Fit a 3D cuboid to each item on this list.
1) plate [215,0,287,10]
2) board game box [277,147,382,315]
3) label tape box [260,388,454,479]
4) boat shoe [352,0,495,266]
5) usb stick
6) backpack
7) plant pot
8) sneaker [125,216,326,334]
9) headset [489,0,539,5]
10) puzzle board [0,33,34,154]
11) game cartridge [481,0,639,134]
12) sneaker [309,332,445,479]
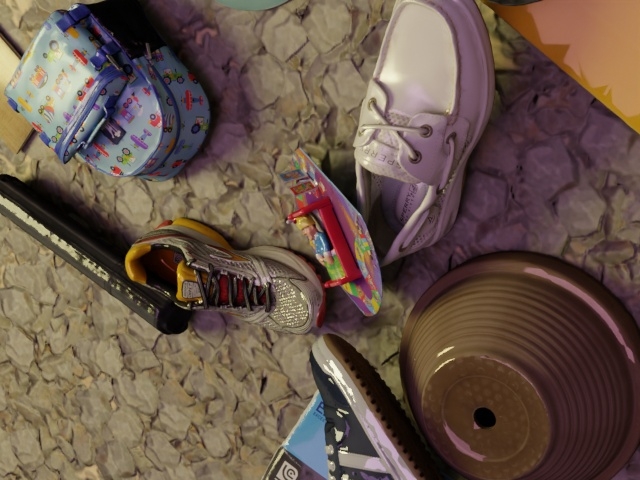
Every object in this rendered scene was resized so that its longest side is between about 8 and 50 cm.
[{"bbox_3d":[-0.075,-0.307,1.036,0.188,0.024,0.188,10,111,27],"label":"plate"},{"bbox_3d":[0.000,0.000,1.029,0.168,0.033,0.133,51,157,41],"label":"board game box"},{"bbox_3d":[0.028,0.351,1.126,0.249,0.115,0.347,33,100,17],"label":"label tape box"},{"bbox_3d":[0.074,-0.083,0.928,0.098,0.096,0.277,29,139,27],"label":"boat shoe"},{"bbox_3d":[-0.255,0.013,1.215,0.278,0.077,0.045,34,90,17],"label":"usb stick"},{"bbox_3d":[-0.204,-0.136,1.113,0.173,0.117,0.158,50,124,4],"label":"backpack"},{"bbox_3d":[0.165,0.137,0.991,0.237,0.110,0.237,10,111,26],"label":"plant pot"},{"bbox_3d":[-0.097,0.047,1.122,0.225,0.093,0.088,16,113,24],"label":"sneaker"},{"bbox_3d":[0.075,-0.338,0.816,0.394,0.185,0.243,58,154,31],"label":"headset"},{"bbox_3d":[-0.357,-0.174,1.250,0.128,0.011,0.096,48,124,9],"label":"puzzle board"},{"bbox_3d":[0.319,-0.222,0.826,0.285,0.053,0.323,43,119,11],"label":"game cartridge"},{"bbox_3d":[0.031,0.235,1.013,0.153,0.099,0.282,-34,79,11],"label":"sneaker"}]
